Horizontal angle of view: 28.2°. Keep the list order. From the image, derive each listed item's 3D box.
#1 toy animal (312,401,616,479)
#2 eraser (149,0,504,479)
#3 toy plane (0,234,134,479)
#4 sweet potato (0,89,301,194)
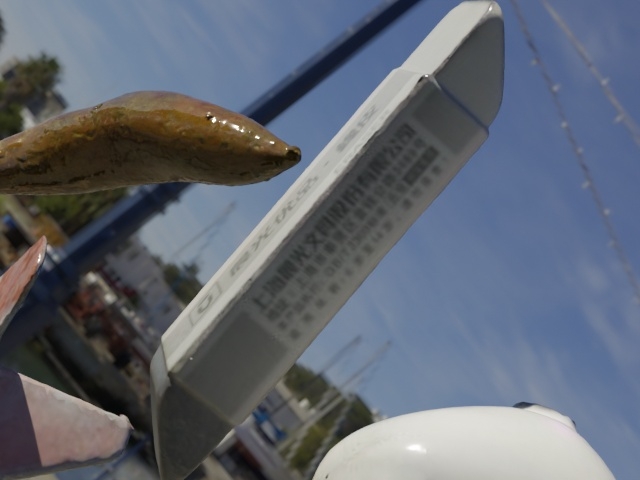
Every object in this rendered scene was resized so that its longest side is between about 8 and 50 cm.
[{"bbox_3d":[0.091,0.224,0.694,0.251,0.251,0.310,53,21,-11],"label":"toy animal"},{"bbox_3d":[0.000,0.000,0.793,0.061,0.352,0.089,41,1,-16],"label":"eraser"},{"bbox_3d":[-0.176,0.150,0.400,0.104,0.326,0.223,37,-26,-16],"label":"toy plane"},{"bbox_3d":[-0.177,-0.076,1.039,0.108,0.346,0.079,-56,139,-71],"label":"sweet potato"}]
